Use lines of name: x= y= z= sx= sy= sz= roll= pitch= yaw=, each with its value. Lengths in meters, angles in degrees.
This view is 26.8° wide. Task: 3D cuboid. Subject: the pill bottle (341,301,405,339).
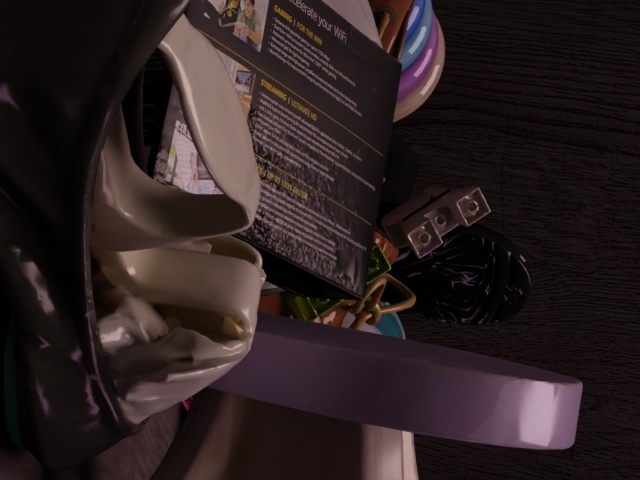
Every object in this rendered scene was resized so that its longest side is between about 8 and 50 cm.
pill bottle: x=-0.001 y=0.116 z=1.165 sx=0.264 sy=0.146 sz=0.146 roll=-41 pitch=139 yaw=-83

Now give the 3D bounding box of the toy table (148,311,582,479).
toy table: x=-0.012 y=0.119 z=0.617 sx=0.274 sy=0.252 sz=0.161 roll=9 pitch=-92 yaw=66

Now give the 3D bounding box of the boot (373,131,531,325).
boot: x=0.070 y=-0.030 z=1.190 sx=0.207 sy=0.246 sz=0.094 roll=-69 pitch=167 yaw=-57

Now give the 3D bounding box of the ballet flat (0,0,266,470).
ballet flat: x=-0.069 y=0.004 z=0.456 sx=0.280 sy=0.096 sz=0.095 roll=92 pitch=7 yaw=-54

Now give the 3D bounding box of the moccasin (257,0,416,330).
moccasin: x=0.000 y=0.000 z=0.965 sx=0.139 sy=0.146 sz=0.380 roll=61 pitch=38 yaw=-82

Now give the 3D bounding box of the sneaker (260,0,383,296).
sneaker: x=-0.024 y=-0.104 z=0.790 sx=0.297 sy=0.111 sz=0.129 roll=-79 pitch=167 yaw=-46

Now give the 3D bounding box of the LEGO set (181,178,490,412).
LEGO set: x=-0.019 y=0.001 z=0.855 sx=0.087 sy=0.227 sz=0.093 roll=61 pitch=-12 yaw=-19

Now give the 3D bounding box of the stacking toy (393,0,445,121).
stacking toy: x=0.026 y=-0.211 z=1.068 sx=0.330 sy=0.141 sz=0.141 roll=69 pitch=29 yaw=-72

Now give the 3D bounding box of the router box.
router box: x=-0.029 y=-0.057 z=0.648 sx=0.179 sy=0.046 sz=0.133 roll=29 pitch=67 yaw=-53
